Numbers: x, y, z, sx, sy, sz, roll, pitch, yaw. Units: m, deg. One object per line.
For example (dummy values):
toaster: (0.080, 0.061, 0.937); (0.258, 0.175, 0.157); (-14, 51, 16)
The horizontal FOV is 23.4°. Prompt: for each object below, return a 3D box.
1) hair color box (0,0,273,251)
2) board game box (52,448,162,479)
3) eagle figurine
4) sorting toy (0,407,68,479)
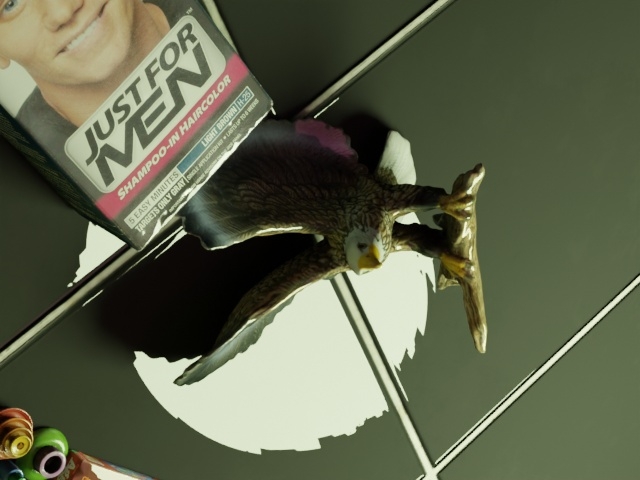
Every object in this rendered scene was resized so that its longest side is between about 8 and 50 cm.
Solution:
hair color box: (-0.200, -0.167, 1.177); (0.174, 0.105, 0.347); (-49, 132, -11)
board game box: (-0.166, 0.303, 1.482); (0.281, 0.027, 0.145); (29, 89, -44)
eagle figurine: (0.001, -0.001, 1.401); (0.298, 0.225, 0.226); (-7, 73, -6)
sorting toy: (-0.254, 0.188, 1.342); (0.061, 0.042, 0.102); (-54, 134, -6)
